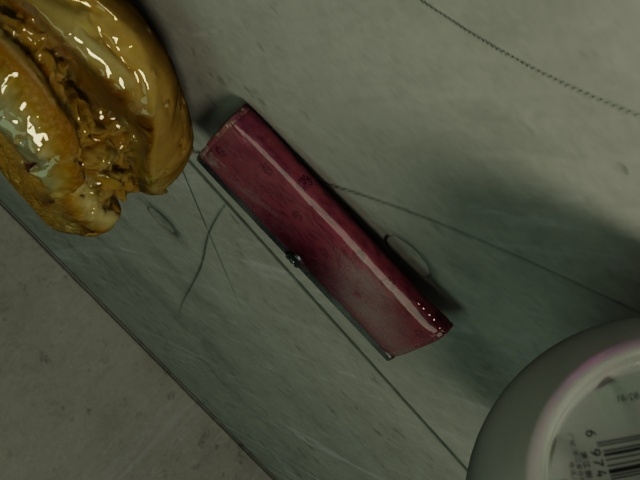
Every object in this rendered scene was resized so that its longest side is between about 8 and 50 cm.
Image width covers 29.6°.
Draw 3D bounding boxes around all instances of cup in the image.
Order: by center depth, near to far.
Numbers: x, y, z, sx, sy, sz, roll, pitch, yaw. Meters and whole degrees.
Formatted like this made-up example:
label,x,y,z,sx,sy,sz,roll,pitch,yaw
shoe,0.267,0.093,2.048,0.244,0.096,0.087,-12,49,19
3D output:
label,x,y,z,sx,sy,sz,roll,pitch,yaw
cup,0.180,0.181,0.677,0.212,0.212,0.317,36,163,23

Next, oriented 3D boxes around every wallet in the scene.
label,x,y,z,sx,sy,sz,roll,pitch,yaw
wallet,0.000,-0.002,0.948,0.232,0.025,0.119,47,156,-3

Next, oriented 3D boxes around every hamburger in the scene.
label,x,y,z,sx,sy,sz,roll,pitch,yaw
hamburger,-0.233,-0.143,0.934,0.318,0.158,0.318,40,165,13
